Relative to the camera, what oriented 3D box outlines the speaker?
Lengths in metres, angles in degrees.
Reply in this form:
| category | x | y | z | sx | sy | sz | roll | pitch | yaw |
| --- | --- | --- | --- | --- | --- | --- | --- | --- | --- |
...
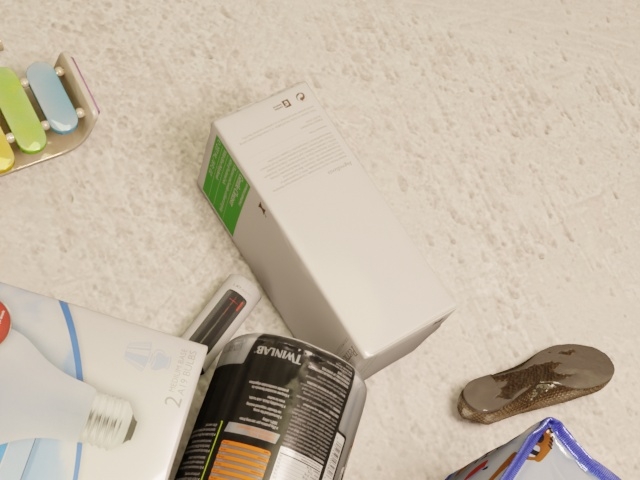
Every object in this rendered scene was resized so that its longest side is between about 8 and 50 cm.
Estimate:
| category | x | y | z | sx | sy | sz | roll | pitch | yaw |
| --- | --- | --- | --- | --- | --- | --- | --- | --- | --- |
| speaker | -0.136 | 0.109 | 1.477 | 0.055 | 0.055 | 0.136 | 36 | 63 | 4 |

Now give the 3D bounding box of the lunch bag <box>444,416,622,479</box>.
| category | x | y | z | sx | sy | sz | roll | pitch | yaw |
| --- | --- | --- | --- | --- | --- | --- | --- | --- | --- |
| lunch bag | 0.177 | 0.438 | 1.260 | 0.239 | 0.328 | 0.385 | 40 | 62 | 7 |

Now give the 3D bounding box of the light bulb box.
| category | x | y | z | sx | sy | sz | roll | pitch | yaw |
| --- | --- | --- | --- | --- | --- | --- | --- | --- | --- |
| light bulb box | -0.358 | 0.253 | 1.266 | 0.361 | 0.225 | 0.358 | 17 | 64 | -7 |

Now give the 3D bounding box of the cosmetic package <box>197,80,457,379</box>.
| category | x | y | z | sx | sy | sz | roll | pitch | yaw |
| --- | --- | --- | --- | --- | --- | --- | --- | --- | --- |
| cosmetic package | 0.000 | 0.000 | 1.481 | 0.155 | 0.197 | 0.365 | -26 | 74 | -22 |

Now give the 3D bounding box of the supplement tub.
| category | x | y | z | sx | sy | sz | roll | pitch | yaw |
| --- | --- | --- | --- | --- | --- | --- | --- | --- | --- |
| supplement tub | -0.074 | 0.287 | 1.337 | 0.193 | 0.193 | 0.316 | 22 | 64 | -4 |

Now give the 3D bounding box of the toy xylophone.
| category | x | y | z | sx | sy | sz | roll | pitch | yaw |
| --- | --- | --- | --- | --- | --- | --- | --- | --- | --- |
| toy xylophone | -0.476 | -0.170 | 1.504 | 0.323 | 0.081 | 0.236 | -31 | 77 | -24 |

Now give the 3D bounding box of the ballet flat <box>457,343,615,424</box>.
| category | x | y | z | sx | sy | sz | roll | pitch | yaw |
| --- | --- | --- | --- | --- | --- | --- | --- | --- | --- |
| ballet flat | 0.297 | 0.204 | 1.546 | 0.250 | 0.058 | 0.084 | -14 | 49 | -25 |
